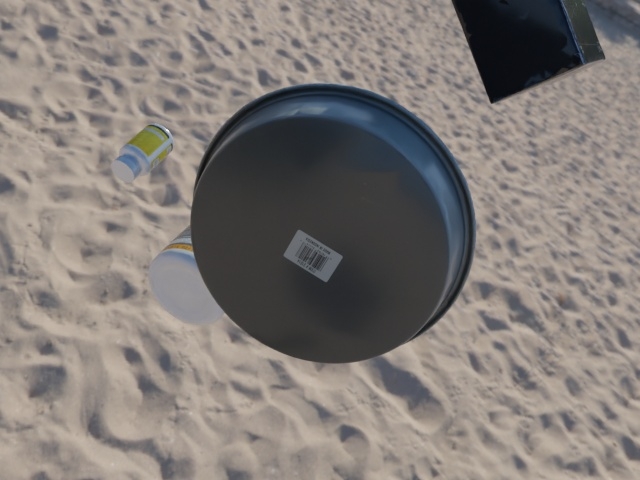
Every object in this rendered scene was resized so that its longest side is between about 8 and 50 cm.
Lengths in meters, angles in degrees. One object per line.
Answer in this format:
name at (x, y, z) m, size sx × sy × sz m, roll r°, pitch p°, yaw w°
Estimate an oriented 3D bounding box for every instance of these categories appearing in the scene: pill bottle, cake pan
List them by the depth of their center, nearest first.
cake pan at (0.000, 0.000, 0.584) m, size 0.293 × 0.293 × 0.054 m, roll 31°, pitch 28°, yaw 1°
pill bottle at (-0.322, -0.157, 1.086) m, size 0.065 × 0.065 × 0.116 m, roll 31°, pitch 48°, yaw 1°
pill bottle at (-0.194, 0.024, 1.169) m, size 0.162 × 0.162 × 0.278 m, roll 32°, pitch 38°, yaw 2°

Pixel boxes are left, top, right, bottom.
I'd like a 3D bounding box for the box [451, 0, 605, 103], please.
box at (0.236, -0.267, 0.683) m, size 0.261 × 0.103 × 0.184 m, roll -29°, pitch 96°, yaw -57°
